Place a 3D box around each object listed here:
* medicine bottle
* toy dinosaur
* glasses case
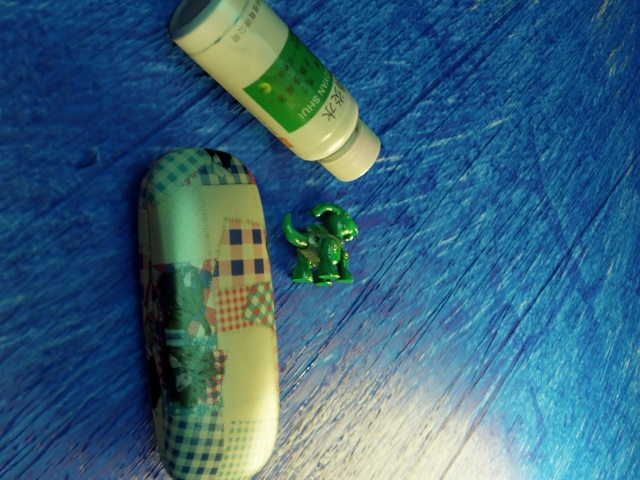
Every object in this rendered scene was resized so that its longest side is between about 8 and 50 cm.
[{"bbox_3d":[-0.038,-0.164,0.762,0.260,0.095,0.095,41,61,-36],"label":"medicine bottle"},{"bbox_3d":[0.000,0.000,0.820,0.132,0.059,0.096,20,65,-50],"label":"toy dinosaur"},{"bbox_3d":[-0.105,0.074,0.693,0.125,0.076,0.328,-5,91,-42],"label":"glasses case"}]
